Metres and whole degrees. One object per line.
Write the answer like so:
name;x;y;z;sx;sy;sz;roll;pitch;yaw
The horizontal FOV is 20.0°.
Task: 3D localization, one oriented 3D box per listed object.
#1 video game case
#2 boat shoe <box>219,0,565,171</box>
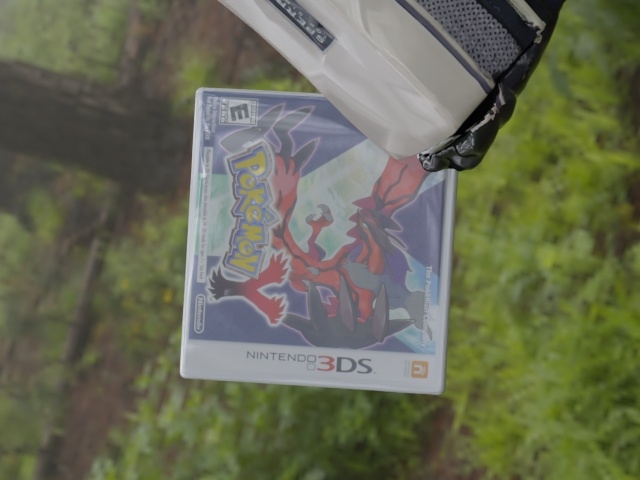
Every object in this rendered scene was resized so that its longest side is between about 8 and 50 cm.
video game case;0.000;0.000;1.242;0.023;0.183;0.201;3;-89;-86
boat shoe;0.001;-0.204;1.004;0.158;0.340;0.127;-49;11;-23
